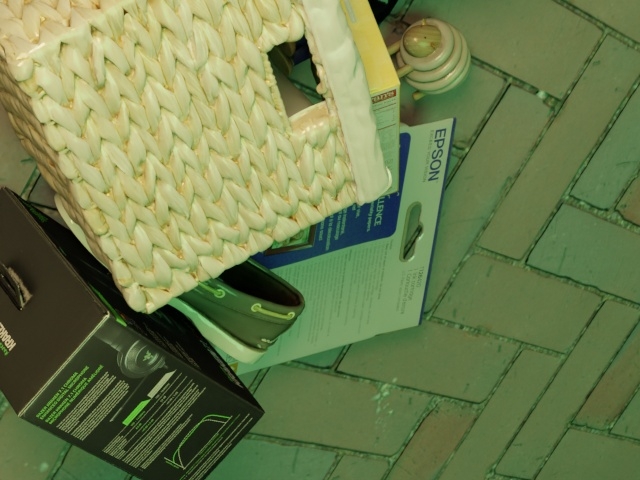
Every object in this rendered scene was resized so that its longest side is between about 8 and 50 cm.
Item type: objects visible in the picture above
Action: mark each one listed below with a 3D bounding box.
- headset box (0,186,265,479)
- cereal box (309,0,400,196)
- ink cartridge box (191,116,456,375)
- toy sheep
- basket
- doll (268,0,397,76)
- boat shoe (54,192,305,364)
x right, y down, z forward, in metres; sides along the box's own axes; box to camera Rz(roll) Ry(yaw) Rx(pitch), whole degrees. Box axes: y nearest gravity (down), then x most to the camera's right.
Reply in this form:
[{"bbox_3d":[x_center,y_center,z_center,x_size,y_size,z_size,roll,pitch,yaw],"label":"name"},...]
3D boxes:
[{"bbox_3d":[-0.233,0.102,1.497,0.131,0.246,0.283,-48,137,2],"label":"headset box"},{"bbox_3d":[0.030,-0.162,1.442,0.047,0.173,0.240,-18,158,-4],"label":"cereal box"},{"bbox_3d":[0.000,0.000,1.744,0.307,0.072,0.304,-15,128,-32],"label":"ink cartridge box"},{"bbox_3d":[0.127,-0.205,1.680,0.091,0.091,0.132,-50,152,3],"label":"toy sheep"},{"bbox_3d":[-0.152,-0.177,1.302,0.266,0.331,0.328,-29,135,-10],"label":"basket"},{"bbox_3d":[0.035,-0.245,1.591,0.189,0.046,0.129,-30,159,-21],"label":"doll"},{"bbox_3d":[-0.145,0.018,1.567,0.091,0.109,0.305,-42,123,16],"label":"boat shoe"}]
